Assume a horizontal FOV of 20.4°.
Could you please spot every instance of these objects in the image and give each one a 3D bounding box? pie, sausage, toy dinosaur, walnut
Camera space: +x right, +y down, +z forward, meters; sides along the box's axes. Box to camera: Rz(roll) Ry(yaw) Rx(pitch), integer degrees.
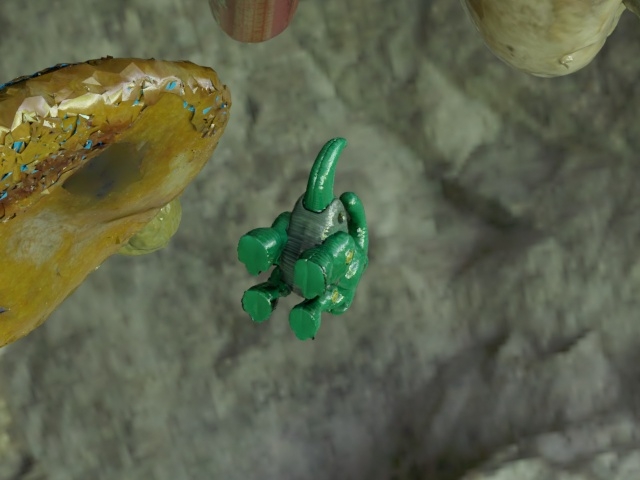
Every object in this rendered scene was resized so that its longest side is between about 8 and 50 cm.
[{"bbox_3d":[-0.174,-0.027,1.117,0.273,0.273,0.069,-32,-110,-26],"label":"pie"},{"bbox_3d":[-0.045,-0.190,1.261,0.083,0.083,0.264,-17,174,-6],"label":"sausage"},{"bbox_3d":[0.000,0.000,1.032,0.059,0.132,0.096,21,-143,21],"label":"toy dinosaur"},{"bbox_3d":[-0.148,-0.029,1.355,0.092,0.092,0.092,-9,-147,6],"label":"walnut"}]

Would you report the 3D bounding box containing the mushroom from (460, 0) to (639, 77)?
[{"bbox_3d":[0.251,-0.223,1.302,0.290,0.292,0.292,34,-134,4],"label":"mushroom"}]
